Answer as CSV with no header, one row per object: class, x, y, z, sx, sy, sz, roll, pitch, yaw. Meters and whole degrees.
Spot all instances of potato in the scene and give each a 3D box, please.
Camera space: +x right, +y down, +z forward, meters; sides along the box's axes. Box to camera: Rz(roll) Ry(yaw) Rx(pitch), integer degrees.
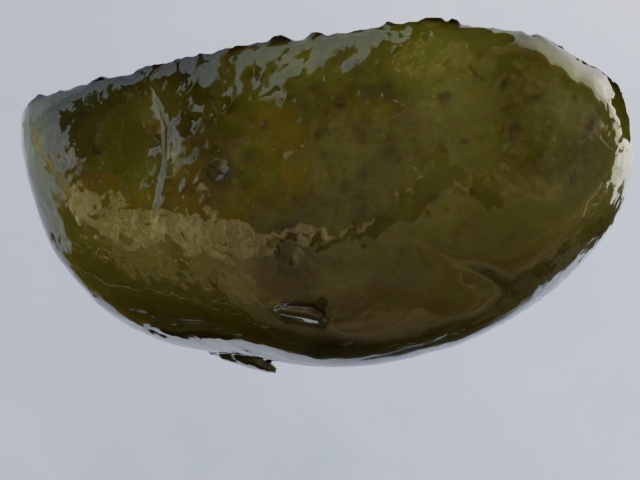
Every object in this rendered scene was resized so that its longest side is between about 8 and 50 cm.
potato,0.000,0.000,0.777,0.272,0.111,0.160,-7,-32,24
